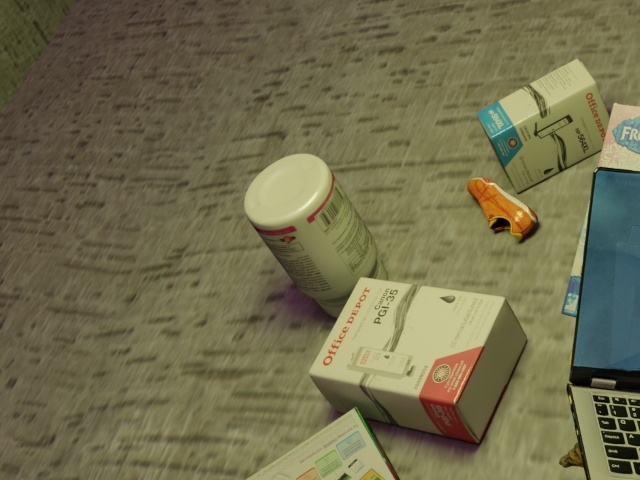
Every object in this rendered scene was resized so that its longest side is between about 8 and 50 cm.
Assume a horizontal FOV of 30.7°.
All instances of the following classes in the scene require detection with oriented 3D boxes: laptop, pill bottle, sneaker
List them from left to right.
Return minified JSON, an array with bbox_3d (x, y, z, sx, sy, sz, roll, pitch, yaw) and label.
[{"bbox_3d":[0.000,0.000,2.003,0.160,0.283,0.160,-18,42,18],"label":"pill bottle"},{"bbox_3d":[0.303,-0.059,2.033,0.067,0.064,0.175,-47,38,0],"label":"sneaker"},{"bbox_3d":[0.498,0.144,1.315,0.381,0.236,0.408,6,36,-3],"label":"laptop"}]

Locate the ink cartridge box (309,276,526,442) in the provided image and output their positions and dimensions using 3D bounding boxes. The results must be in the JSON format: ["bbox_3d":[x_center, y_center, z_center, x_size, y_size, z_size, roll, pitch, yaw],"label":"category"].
[{"bbox_3d":[0.152,0.184,1.849,0.283,0.117,0.207,6,55,38],"label":"ink cartridge box"}]

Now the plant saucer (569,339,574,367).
[{"bbox_3d":[0.561,0.081,1.706,0.332,0.081,0.333,-3,49,32],"label":"plant saucer"}]

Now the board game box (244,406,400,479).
[{"bbox_3d":[0.023,0.430,1.734,0.242,0.064,0.316,-33,40,1],"label":"board game box"}]

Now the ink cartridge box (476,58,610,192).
[{"bbox_3d":[0.398,-0.199,2.038,0.203,0.148,0.086,-28,39,8],"label":"ink cartridge box"}]

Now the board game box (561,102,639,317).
[{"bbox_3d":[0.508,-0.013,1.588,0.318,0.065,0.318,15,92,47],"label":"board game box"}]

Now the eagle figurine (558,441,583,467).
[{"bbox_3d":[0.394,0.340,1.447,0.225,0.226,0.298,-30,40,6],"label":"eagle figurine"}]
